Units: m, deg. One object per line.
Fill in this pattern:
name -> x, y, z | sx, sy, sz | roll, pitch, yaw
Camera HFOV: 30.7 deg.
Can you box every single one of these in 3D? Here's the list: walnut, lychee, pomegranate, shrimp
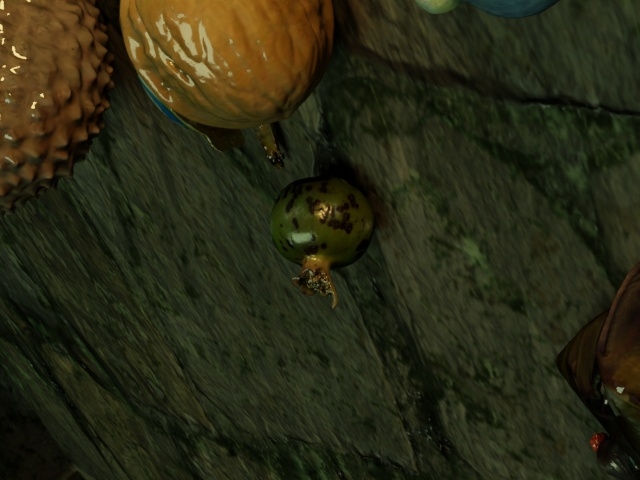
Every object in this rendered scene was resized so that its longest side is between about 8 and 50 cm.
walnut -> -0.085, -0.204, 1.106 | 0.213, 0.213, 0.213 | 34, 151, 21
lychee -> -0.426, -0.207, 1.398 | 0.380, 0.380, 0.432 | 43, 175, 4
pomegranate -> 0.000, 0.000, 1.318 | 0.122, 0.162, 0.122 | 3, 157, 1
shrimp -> -0.081, -0.137, 1.370 | 0.091, 0.025, 0.127 | 6, 130, 52

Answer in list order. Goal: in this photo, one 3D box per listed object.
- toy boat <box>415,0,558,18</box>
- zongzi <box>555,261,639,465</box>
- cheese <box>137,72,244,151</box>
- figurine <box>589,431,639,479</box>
toy boat -> 0.046, -0.281, 0.780 | 0.330, 0.123, 0.215 | 51, -176, -10
zongzi -> 0.398, 0.167, 0.988 | 0.403, 0.208, 0.432 | 31, 170, 6
cheese -> -0.156, -0.217, 1.249 | 0.069, 0.177, 0.270 | -27, 91, 27
figurine -> 0.348, 0.255, 1.297 | 0.106, 0.047, 0.060 | 43, 176, -16
